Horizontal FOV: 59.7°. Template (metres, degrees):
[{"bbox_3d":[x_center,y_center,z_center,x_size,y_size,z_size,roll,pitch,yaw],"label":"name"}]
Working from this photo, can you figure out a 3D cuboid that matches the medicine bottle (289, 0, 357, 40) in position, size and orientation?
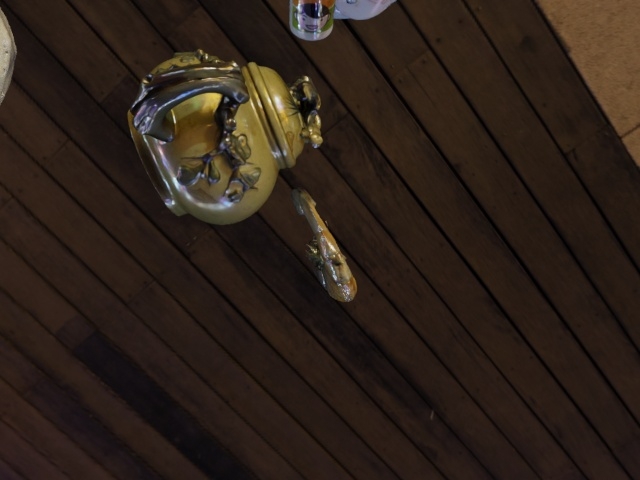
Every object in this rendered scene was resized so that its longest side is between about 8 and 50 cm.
[{"bbox_3d":[0.008,-0.349,0.676,0.092,0.061,0.221,14,146,5],"label":"medicine bottle"}]

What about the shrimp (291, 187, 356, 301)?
[{"bbox_3d":[0.000,0.000,0.753,0.051,0.217,0.150,-26,106,-5],"label":"shrimp"}]

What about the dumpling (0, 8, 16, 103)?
[{"bbox_3d":[-0.673,-0.361,0.995,0.242,0.187,0.318,25,123,27],"label":"dumpling"}]

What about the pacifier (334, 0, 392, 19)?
[{"bbox_3d":[0.051,-0.477,0.860,0.238,0.287,0.226,-2,70,-18],"label":"pacifier"}]

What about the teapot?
[{"bbox_3d":[-0.086,-0.114,0.556,0.182,0.269,0.173,-22,81,-1],"label":"teapot"}]
